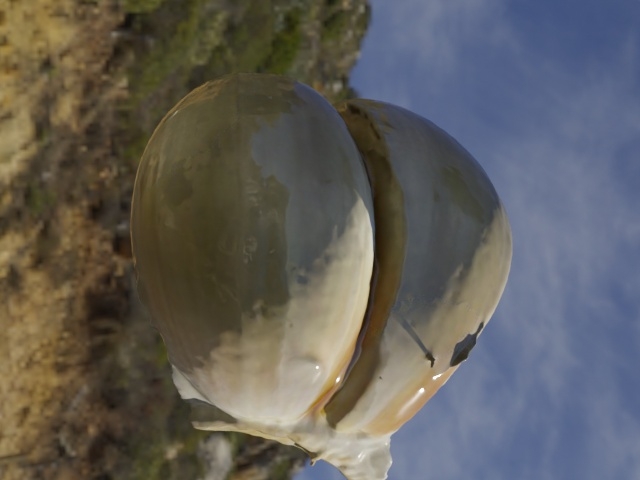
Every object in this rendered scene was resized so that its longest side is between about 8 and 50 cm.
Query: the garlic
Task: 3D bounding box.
[{"bbox_3d":[0.000,0.000,0.971,0.249,0.286,0.313,118,-17,-62],"label":"garlic"}]
